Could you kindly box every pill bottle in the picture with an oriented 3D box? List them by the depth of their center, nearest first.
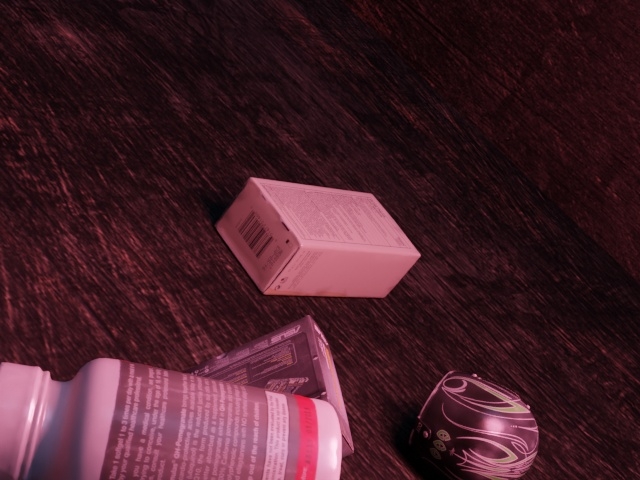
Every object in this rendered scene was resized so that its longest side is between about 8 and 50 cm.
[{"bbox_3d":[-0.154,0.208,1.142,0.319,0.176,0.176,13,30,-12],"label":"pill bottle"}]

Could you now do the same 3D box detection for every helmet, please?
[{"bbox_3d":[0.224,0.277,1.726,0.162,0.169,0.169,29,21,18],"label":"helmet"}]

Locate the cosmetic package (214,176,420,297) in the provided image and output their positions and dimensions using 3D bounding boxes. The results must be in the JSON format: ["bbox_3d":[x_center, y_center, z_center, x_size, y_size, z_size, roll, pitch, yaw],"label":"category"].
[{"bbox_3d":[0.000,0.000,1.961,0.309,0.113,0.160,7,39,-50],"label":"cosmetic package"}]

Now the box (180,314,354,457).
[{"bbox_3d":[-0.090,0.199,1.350,0.056,0.231,0.183,60,8,-36],"label":"box"}]
